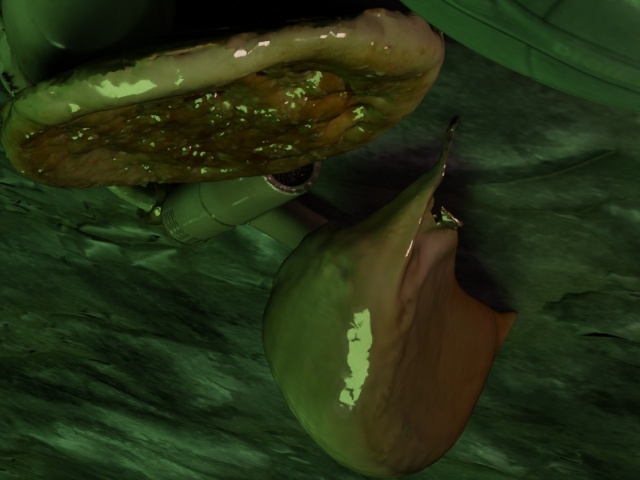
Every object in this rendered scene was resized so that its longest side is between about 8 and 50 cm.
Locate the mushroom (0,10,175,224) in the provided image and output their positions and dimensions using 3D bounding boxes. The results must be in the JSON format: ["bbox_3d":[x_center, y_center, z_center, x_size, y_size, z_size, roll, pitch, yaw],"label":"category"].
[{"bbox_3d":[-0.197,-0.099,1.354,0.068,0.043,0.306,-10,145,25],"label":"mushroom"}]

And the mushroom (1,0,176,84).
[{"bbox_3d":[-0.137,-0.125,1.149,0.118,0.103,0.270,13,166,6],"label":"mushroom"}]

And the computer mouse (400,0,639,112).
[{"bbox_3d":[0.114,-0.144,0.815,0.371,0.122,0.188,25,159,4],"label":"computer mouse"}]

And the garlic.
[{"bbox_3d":[0.042,0.049,1.297,0.151,0.196,0.338,41,169,28],"label":"garlic"}]

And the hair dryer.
[{"bbox_3d":[0.008,-0.001,1.363,0.220,0.053,0.195,28,158,-17],"label":"hair dryer"}]

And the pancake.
[{"bbox_3d":[-0.059,-0.081,1.064,0.282,0.049,0.282,-8,169,-2],"label":"pancake"}]
